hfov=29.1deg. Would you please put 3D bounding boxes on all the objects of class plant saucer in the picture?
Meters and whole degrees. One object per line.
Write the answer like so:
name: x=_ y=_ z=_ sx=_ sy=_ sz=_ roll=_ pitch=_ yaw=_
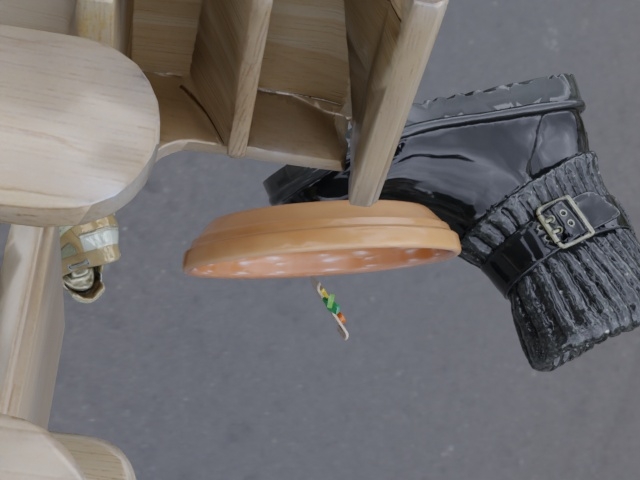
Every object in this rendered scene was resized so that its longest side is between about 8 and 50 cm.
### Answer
plant saucer: x=0.000 y=0.000 z=0.885 sx=0.200 sy=0.200 sz=0.037 roll=0 pitch=82 yaw=-37

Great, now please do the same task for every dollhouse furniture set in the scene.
dollhouse furniture set: x=-0.089 y=0.035 z=0.534 sx=0.256 sy=0.362 sz=0.394 roll=7 pitch=59 yaw=-5

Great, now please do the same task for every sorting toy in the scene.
sorting toy: x=0.012 y=0.065 z=1.179 sx=0.012 sy=0.083 sz=0.062 roll=-29 pitch=99 yaw=-3

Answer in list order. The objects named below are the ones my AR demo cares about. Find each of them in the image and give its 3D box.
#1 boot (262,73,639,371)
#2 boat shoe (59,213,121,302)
boot: x=0.142 y=0.003 z=1.121 sx=0.348 sy=0.131 sz=0.260 roll=-15 pitch=82 yaw=-19
boat shoe: x=-0.215 y=0.022 z=1.065 sx=0.068 sy=0.190 sz=0.072 roll=-21 pitch=84 yaw=-24
